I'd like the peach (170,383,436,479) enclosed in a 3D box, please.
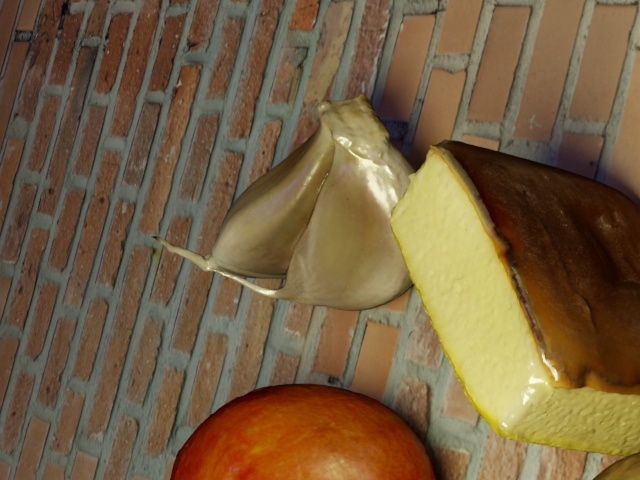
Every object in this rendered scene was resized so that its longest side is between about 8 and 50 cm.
[{"bbox_3d":[-0.022,0.345,1.889,0.373,0.290,0.372,-12,71,39],"label":"peach"}]

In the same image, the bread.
[{"bbox_3d":[0.262,0.067,1.637,0.143,0.333,0.323,-49,48,30],"label":"bread"}]

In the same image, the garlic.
[{"bbox_3d":[0.000,0.000,2.039,0.340,0.246,0.231,-35,62,17],"label":"garlic"}]

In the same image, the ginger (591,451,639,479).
[{"bbox_3d":[0.356,0.298,1.527,0.223,0.200,0.269,37,119,12],"label":"ginger"}]
